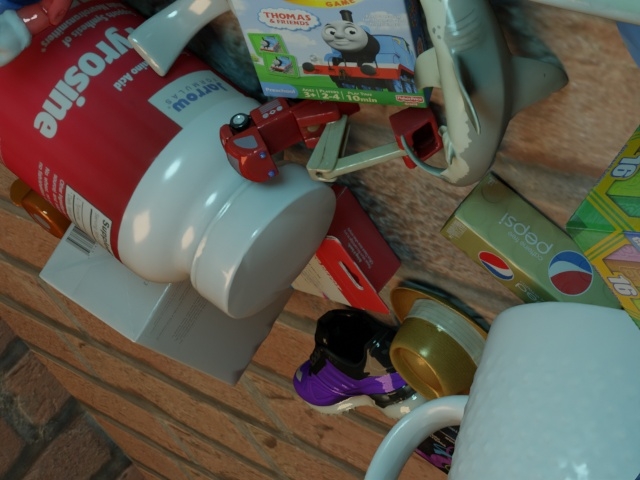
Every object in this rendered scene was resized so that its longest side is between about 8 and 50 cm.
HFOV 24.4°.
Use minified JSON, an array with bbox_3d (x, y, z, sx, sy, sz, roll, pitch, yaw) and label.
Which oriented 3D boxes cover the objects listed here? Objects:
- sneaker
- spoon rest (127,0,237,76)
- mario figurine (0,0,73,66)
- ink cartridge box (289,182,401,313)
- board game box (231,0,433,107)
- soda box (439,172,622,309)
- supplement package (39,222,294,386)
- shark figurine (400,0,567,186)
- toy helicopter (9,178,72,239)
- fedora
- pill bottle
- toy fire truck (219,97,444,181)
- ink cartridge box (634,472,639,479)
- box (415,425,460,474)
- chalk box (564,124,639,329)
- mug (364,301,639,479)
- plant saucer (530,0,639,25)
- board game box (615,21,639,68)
[{"bbox_3d":[0.036,0.152,1.984,0.146,0.102,0.293,52,153,-18],"label":"sneaker"},{"bbox_3d":[-0.078,-0.232,1.422,0.276,0.084,0.137,-12,127,49],"label":"spoon rest"},{"bbox_3d":[-0.294,-0.295,1.430,0.320,0.170,0.198,-14,116,37],"label":"mario figurine"},{"bbox_3d":[0.000,0.000,1.738,0.231,0.078,0.134,14,148,51],"label":"ink cartridge box"},{"bbox_3d":[0.006,-0.199,1.286,0.160,0.039,0.211,6,147,18],"label":"board game box"},{"bbox_3d":[0.207,0.019,1.429,0.181,0.061,0.058,40,161,2],"label":"soda box"},{"bbox_3d":[-0.188,0.050,1.923,0.175,0.178,0.293,30,176,27],"label":"supplement package"},{"bbox_3d":[0.144,-0.110,1.231,0.278,0.116,0.166,84,167,-52],"label":"shark figurine"},{"bbox_3d":[-0.327,-0.012,2.231,0.235,0.140,0.355,15,150,54],"label":"toy helicopter"},{"bbox_3d":[0.142,0.140,1.777,0.194,0.079,0.194,35,160,15],"label":"fedora"},{"bbox_3d":[-0.191,-0.102,1.615,0.407,0.229,0.229,37,160,20],"label":"pill bottle"},{"bbox_3d":[0.007,-0.099,1.432,0.135,0.192,0.047,61,177,43],"label":"toy fire truck"},{"bbox_3d":[0.369,0.257,1.147,0.270,0.395,0.151,37,160,8],"label":"ink cartridge box"},{"bbox_3d":[0.165,0.281,2.106,0.116,0.029,0.162,33,157,21],"label":"box"},{"bbox_3d":[0.314,-0.006,1.082,0.132,0.132,0.213,50,157,-25],"label":"chalk box"},{"bbox_3d":[0.207,0.257,1.392,0.374,0.328,0.276,6,156,32],"label":"mug"},{"bbox_3d":[0.156,-0.196,0.774,0.400,0.400,0.101,27,116,34],"label":"plant saucer"},{"bbox_3d":[0.275,-0.144,1.010,0.133,0.033,0.169,44,159,6],"label":"board game box"}]
